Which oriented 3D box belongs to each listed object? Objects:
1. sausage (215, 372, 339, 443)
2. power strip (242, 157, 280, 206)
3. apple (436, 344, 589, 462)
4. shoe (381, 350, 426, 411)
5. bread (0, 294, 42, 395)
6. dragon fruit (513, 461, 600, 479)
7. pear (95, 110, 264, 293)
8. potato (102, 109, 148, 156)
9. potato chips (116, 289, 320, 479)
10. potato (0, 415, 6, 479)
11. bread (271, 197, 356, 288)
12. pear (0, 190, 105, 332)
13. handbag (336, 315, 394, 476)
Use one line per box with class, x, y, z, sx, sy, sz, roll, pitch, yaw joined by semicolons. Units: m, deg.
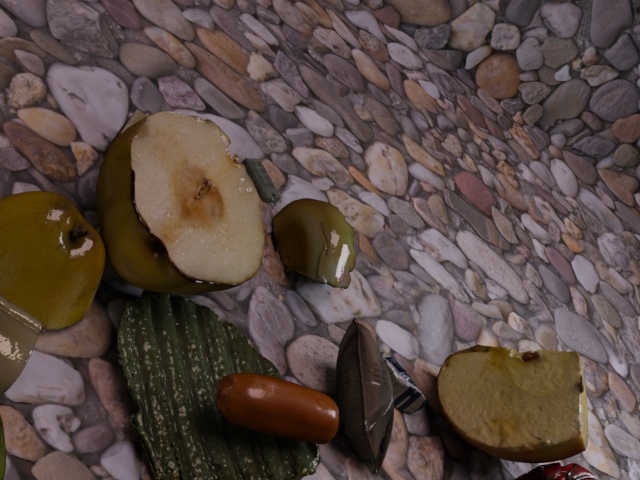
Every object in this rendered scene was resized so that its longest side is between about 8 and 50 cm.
sausage;-0.070;0.279;1.690;0.238;0.098;0.098;19;40;-30
power strip;-0.130;-0.132;2.278;0.051;0.019;0.136;2;52;-51
apple;0.408;0.342;2.138;0.314;0.309;0.252;-26;111;-71
shoe;0.163;0.298;2.099;0.143;0.064;0.071;45;20;-2
bread;-0.495;0.144;1.436;0.141;0.134;0.148;39;41;-20
dragon fruit;0.495;0.566;2.076;0.233;0.234;0.293;59;3;20
pear;-0.275;-0.040;1.802;0.340;0.191;0.386;56;30;-12
potato;-0.378;-0.201;2.010;0.061;0.086;0.122;37;39;-18
potato chips;-0.182;0.266;1.724;0.358;0.070;0.429;10;46;-41
potato;-0.513;0.243;1.297;0.186;0.148;0.253;-30;86;-41
bread;0.008;0.004;2.155;0.158;0.156;0.260;15;44;-37
pear;-0.448;0.002;1.616;0.267;0.178;0.267;31;30;-21
handbag;0.087;0.304;1.941;0.270;0.117;0.182;-94;172;-46
